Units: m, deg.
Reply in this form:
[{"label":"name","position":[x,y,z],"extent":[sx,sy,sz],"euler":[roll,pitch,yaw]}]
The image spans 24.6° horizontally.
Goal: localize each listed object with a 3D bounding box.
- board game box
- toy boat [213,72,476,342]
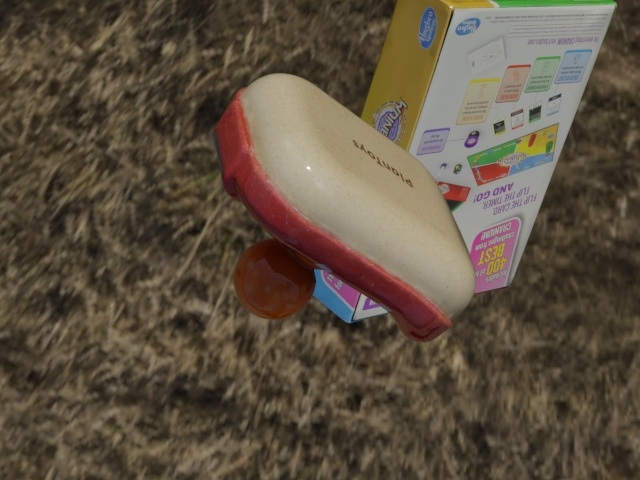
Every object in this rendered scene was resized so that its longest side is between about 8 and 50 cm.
[{"label":"board game box","position":[0.132,-0.087,1.374],"extent":[0.064,0.242,0.317],"euler":[37,121,36]},{"label":"toy boat","position":[0.000,0.000,1.047],"extent":[0.231,0.151,0.151],"euler":[33,116,-32]}]
